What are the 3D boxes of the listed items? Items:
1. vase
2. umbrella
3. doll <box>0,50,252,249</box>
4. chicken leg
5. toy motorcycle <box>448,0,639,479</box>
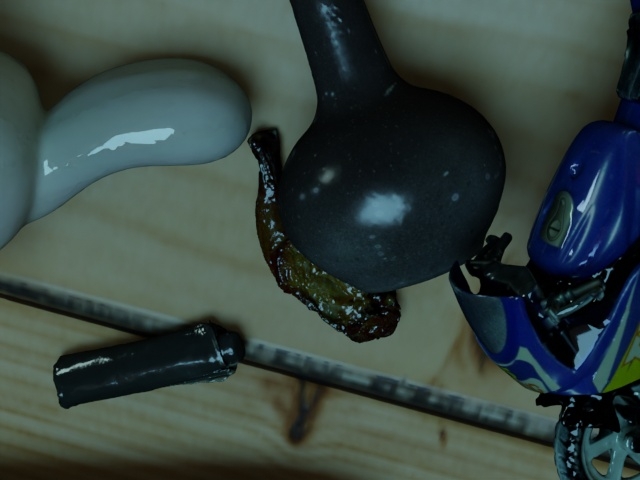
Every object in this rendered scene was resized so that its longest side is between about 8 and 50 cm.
[{"bbox_3d":[0.022,-0.069,0.607,0.120,0.120,0.183,-16,101,19],"label":"vase"},{"bbox_3d":[-0.111,0.078,0.754,0.133,0.031,0.036,-13,117,16],"label":"umbrella"},{"bbox_3d":[-0.277,-0.107,0.613,0.376,0.187,0.366,-32,120,-4],"label":"doll"},{"bbox_3d":[-0.004,0.003,0.690,0.062,0.037,0.145,-43,106,5],"label":"chicken leg"},{"bbox_3d":[0.159,-0.021,0.564,0.169,0.113,0.315,17,97,-25],"label":"toy motorcycle"}]
